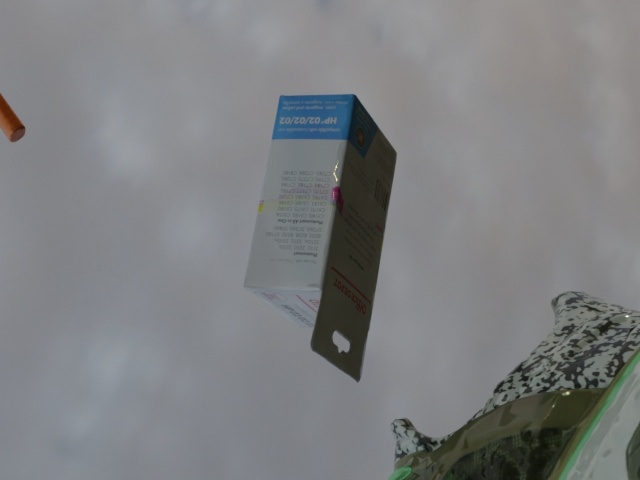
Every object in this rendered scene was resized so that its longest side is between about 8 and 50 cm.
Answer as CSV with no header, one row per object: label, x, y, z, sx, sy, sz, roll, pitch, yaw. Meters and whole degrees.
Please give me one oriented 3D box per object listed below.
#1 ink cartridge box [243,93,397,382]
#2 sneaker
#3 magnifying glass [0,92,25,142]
ink cartridge box,0.000,0.000,0.831,0.104,0.062,0.181,44,-128,-61
sneaker,0.083,0.181,0.662,0.410,0.182,0.158,-41,-54,-13
magnifying glass,-0.417,-0.210,1.375,0.026,0.092,0.231,-33,-102,-28
